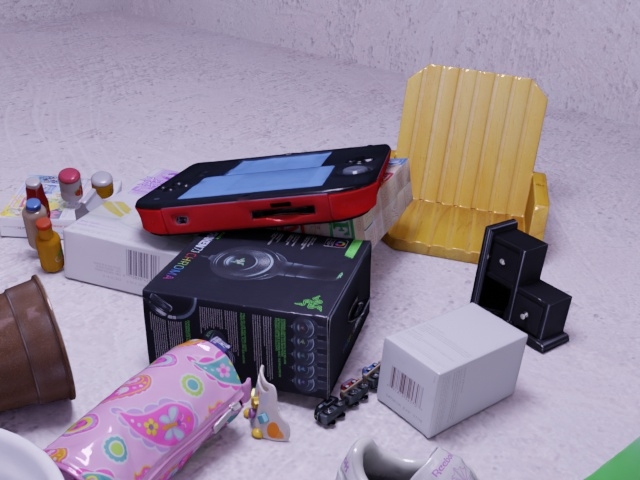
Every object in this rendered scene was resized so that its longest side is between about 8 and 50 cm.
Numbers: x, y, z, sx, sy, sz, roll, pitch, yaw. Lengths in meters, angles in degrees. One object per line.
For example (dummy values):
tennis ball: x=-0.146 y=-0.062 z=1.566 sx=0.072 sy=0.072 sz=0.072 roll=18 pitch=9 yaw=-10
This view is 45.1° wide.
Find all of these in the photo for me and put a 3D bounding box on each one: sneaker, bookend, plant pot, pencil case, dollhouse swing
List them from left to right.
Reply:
plant pot: x=-0.407 y=0.145 z=0.944 sx=0.165 sy=0.167 sz=0.167 roll=-18 pitch=34 yaw=-25
pencil case: x=-0.194 y=0.217 z=0.865 sx=0.124 sy=0.124 sz=0.284 roll=17 pitch=26 yaw=22
dollhouse swing: x=0.290 y=-0.162 z=1.545 sx=0.347 sy=0.305 sz=0.315 roll=11 pitch=26 yaw=9
sneaker: x=0.141 y=0.294 z=0.740 sx=0.305 sy=0.152 sz=0.114 roll=19 pitch=26 yaw=22
bookend: x=0.332 y=0.070 z=1.238 sx=0.072 sy=0.156 sz=0.157 roll=-14 pitch=33 yaw=-36

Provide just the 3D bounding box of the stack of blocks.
stack of blocks: x=0.034 y=-0.058 z=1.341 sx=0.171 sy=0.087 sz=0.297 roll=2 pitch=24 yaw=25

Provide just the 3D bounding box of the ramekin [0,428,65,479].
ramekin: x=-0.353 y=0.295 z=0.655 sx=0.277 sy=0.135 sz=0.277 roll=4 pitch=26 yaw=-2

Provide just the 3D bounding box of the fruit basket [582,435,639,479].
fruit basket: x=0.391 y=0.212 z=0.704 sx=0.392 sy=0.283 sz=0.392 roll=23 pitch=35 yaw=-18

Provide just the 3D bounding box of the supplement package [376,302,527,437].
supplement package: x=0.180 y=0.172 z=1.053 sx=0.179 sy=0.105 sz=0.105 roll=-15 pitch=32 yaw=-36

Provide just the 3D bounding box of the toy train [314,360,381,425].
toy train: x=0.045 y=0.205 z=1.050 sx=0.036 sy=0.027 sz=0.158 roll=10 pitch=24 yaw=38

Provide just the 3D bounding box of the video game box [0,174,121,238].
video game box: x=-0.490 y=-0.065 z=1.474 sx=0.187 sy=0.048 sz=0.205 roll=5 pitch=26 yaw=-7

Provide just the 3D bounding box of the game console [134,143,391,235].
game console: x=-0.084 y=-0.100 z=1.292 sx=0.387 sy=0.060 sz=0.342 roll=-4 pitch=22 yaw=12

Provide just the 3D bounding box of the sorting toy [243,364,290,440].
sorting toy: x=-0.069 y=0.201 z=0.976 sx=0.045 sy=0.075 sz=0.083 roll=-4 pitch=27 yaw=-21

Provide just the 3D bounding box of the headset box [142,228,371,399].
headset box: x=-0.070 y=0.091 z=1.116 sx=0.283 sy=0.131 sz=0.246 roll=8 pitch=26 yaw=16

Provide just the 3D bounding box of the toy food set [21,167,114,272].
toy food set: x=-0.445 y=-0.067 z=1.334 sx=0.111 sy=0.104 sz=0.232 roll=18 pitch=47 yaw=8

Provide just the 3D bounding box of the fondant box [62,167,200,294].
fondant box: x=-0.263 y=-0.019 z=1.372 sx=0.238 sy=0.096 sz=0.330 roll=12 pitch=25 yaw=13
